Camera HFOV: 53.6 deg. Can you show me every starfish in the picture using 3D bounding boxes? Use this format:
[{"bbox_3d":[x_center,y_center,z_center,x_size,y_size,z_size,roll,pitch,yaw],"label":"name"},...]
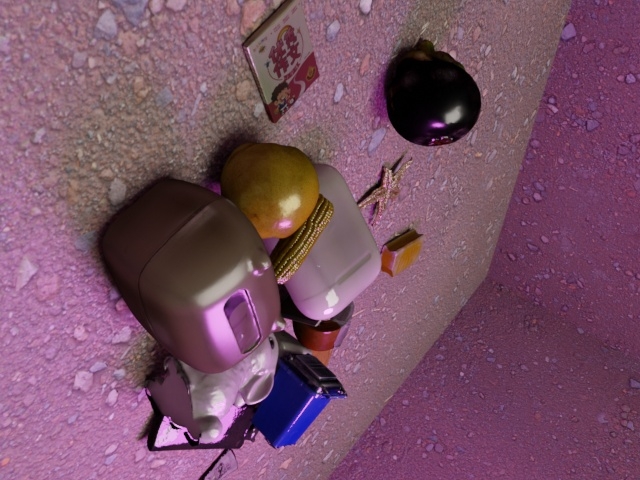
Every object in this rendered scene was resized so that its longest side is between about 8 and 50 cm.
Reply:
[{"bbox_3d":[0.209,-0.144,2.087,0.295,0.048,0.231,-44,152,-27],"label":"starfish"}]

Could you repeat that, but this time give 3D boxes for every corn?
[{"bbox_3d":[-0.049,-0.004,1.409,0.231,0.080,0.080,-58,157,-18],"label":"corn"}]

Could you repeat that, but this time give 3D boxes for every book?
[{"bbox_3d":[-0.075,-0.372,1.319,0.162,0.022,0.232,-51,155,-17],"label":"book"}]

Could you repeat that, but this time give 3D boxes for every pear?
[{"bbox_3d":[-0.107,-0.102,1.333,0.209,0.209,0.209,-43,151,-31],"label":"pear"}]

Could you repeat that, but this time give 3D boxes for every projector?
[{"bbox_3d":[-0.148,0.350,1.840,0.177,0.163,0.242,-57,153,0],"label":"projector"}]

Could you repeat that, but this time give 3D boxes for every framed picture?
[{"bbox_3d":[-0.021,0.157,1.803,0.197,0.252,0.014,-49,116,-22],"label":"framed picture"}]

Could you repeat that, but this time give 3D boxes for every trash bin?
[{"bbox_3d":[-0.064,0.443,1.726,0.234,0.184,0.162,-57,148,9],"label":"trash bin"}]

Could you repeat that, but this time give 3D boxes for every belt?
[{"bbox_3d":[0.010,0.210,1.920,0.261,0.184,0.105,-86,-174,-50],"label":"belt"}]

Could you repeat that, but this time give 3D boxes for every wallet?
[{"bbox_3d":[-0.309,0.488,1.718,0.321,0.044,0.170,18,94,-46],"label":"wallet"}]

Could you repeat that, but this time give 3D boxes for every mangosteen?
[{"bbox_3d":[0.311,-0.416,1.774,0.275,0.275,0.302,13,71,-65],"label":"mangosteen"}]

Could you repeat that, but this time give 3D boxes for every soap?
[{"bbox_3d":[0.313,0.054,2.480,0.232,0.073,0.140,-26,136,-49],"label":"soap"}]

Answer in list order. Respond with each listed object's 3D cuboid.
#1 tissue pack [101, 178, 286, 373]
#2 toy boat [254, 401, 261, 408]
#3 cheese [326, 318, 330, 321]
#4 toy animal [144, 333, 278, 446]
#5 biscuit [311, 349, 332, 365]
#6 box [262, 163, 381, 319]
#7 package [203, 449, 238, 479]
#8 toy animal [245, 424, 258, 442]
[{"bbox_3d":[-0.231,0.090,1.253,0.267,0.277,0.387,-44,151,-24],"label":"tissue pack"},{"bbox_3d":[-0.153,0.506,1.830,0.105,0.034,0.149,-64,154,-2],"label":"toy boat"},{"bbox_3d":[0.059,0.228,2.228,0.171,0.047,0.092,-30,146,-46],"label":"cheese"},{"bbox_3d":[-0.234,0.335,1.569,0.357,0.258,0.194,-12,163,-49],"label":"toy animal"},{"bbox_3d":[-0.079,0.499,2.262,0.365,0.062,0.385,-15,131,-56],"label":"biscuit"},{"bbox_3d":[-0.001,0.000,1.579,0.288,0.141,0.349,-38,107,-39],"label":"box"},{"bbox_3d":[-0.368,0.808,2.104,0.239,0.030,0.154,-44,153,-30],"label":"package"},{"bbox_3d":[-0.213,0.517,1.926,0.245,0.146,0.114,-38,150,-36],"label":"toy animal"}]
